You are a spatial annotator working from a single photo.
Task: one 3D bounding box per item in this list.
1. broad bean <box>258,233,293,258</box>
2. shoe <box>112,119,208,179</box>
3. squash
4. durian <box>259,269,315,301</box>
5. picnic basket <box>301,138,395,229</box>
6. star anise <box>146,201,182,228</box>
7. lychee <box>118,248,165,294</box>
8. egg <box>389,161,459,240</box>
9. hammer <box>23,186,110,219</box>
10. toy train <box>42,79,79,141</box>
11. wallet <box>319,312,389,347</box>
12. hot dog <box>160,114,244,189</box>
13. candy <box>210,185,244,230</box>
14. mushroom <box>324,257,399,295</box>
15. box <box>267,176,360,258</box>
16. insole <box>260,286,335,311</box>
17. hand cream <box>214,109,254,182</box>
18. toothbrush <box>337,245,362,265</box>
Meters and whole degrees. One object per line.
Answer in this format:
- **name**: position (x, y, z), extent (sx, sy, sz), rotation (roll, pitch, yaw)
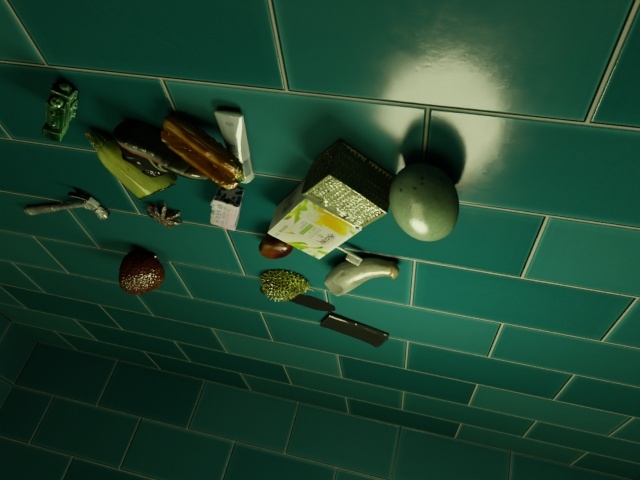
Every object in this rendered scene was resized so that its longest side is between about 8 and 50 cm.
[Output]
- **broad bean**: position (-0.148, 0.018, 1.868), extent (0.114, 0.085, 0.165), rotation (15, 156, -7)
- **shoe**: position (-0.453, -0.229, 1.585), extent (0.290, 0.114, 0.137), rotation (23, 144, -5)
- **squash**: position (-0.582, -0.219, 1.656), extent (0.287, 0.137, 0.137), rotation (36, 145, -26)
- **durian**: position (-0.146, 0.181, 2.122), extent (0.220, 0.096, 0.137), rotation (-7, 143, 24)
- **picnic basket**: position (0.070, -0.138, 1.460), extent (0.196, 0.134, 0.154), rotation (31, 143, -22)
- **star anise**: position (-0.549, -0.084, 1.940), extent (0.140, 0.042, 0.141), rotation (13, 151, 8)
- **lychee**: position (-0.725, 0.127, 2.244), extent (0.194, 0.195, 0.194), rotation (12, 149, 8)
- **egg**: position (0.262, -0.095, 1.396), extent (0.169, 0.169, 0.236), rotation (0, 148, 26)
- **hammer**: position (-0.983, -0.119, 2.097), extent (0.426, 0.044, 0.152), rotation (-5, 142, 33)
- **toy train**: position (-0.713, -0.357, 1.516), extent (0.071, 0.111, 0.170), rotation (22, 149, -17)
- **wallet**: position (0.145, 0.383, 2.365), extent (0.285, 0.030, 0.146), rotation (21, 146, -8)
- **hot dog**: position (-0.316, -0.235, 1.491), extent (0.269, 0.072, 0.115), rotation (38, 127, 2)
- **candy**: position (-0.298, -0.106, 1.751), extent (0.092, 0.073, 0.160), rotation (16, 149, -7)
- **mushroom**: position (0.132, 0.112, 1.867), extent (0.270, 0.103, 0.118), rotation (-19, 134, 37)
- **box**: position (-0.011, -0.068, 1.636), extent (0.194, 0.111, 0.260), rotation (26, 146, -17)
- **insole**: position (-0.093, 0.241, 2.273), extent (0.321, 0.007, 0.109), rotation (14, 147, 6)
- **hand cream**: position (-0.227, -0.254, 1.504), extent (0.079, 0.048, 0.255), rotation (6, 145, 9)
- **toothbrush**: position (0.000, 0.000, 1.793), extent (0.307, 0.030, 0.025), rotation (29, 172, -8)
